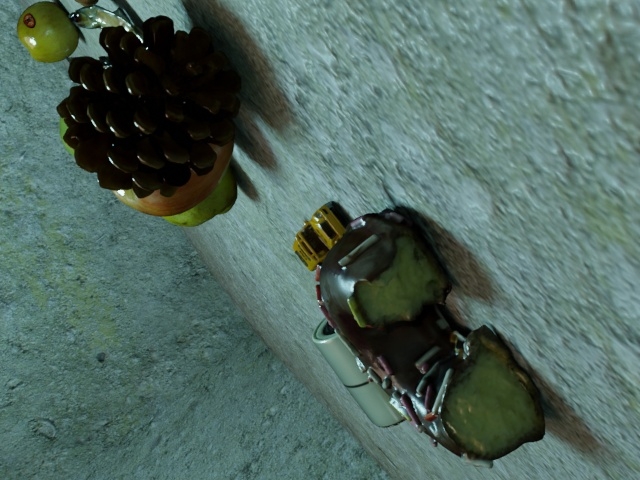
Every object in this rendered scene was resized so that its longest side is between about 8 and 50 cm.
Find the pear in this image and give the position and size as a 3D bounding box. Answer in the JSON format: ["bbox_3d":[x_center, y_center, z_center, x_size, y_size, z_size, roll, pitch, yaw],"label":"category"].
[{"bbox_3d":[-0.271,-0.121,1.596,0.200,0.200,0.200,49,168,14],"label":"pear"}]

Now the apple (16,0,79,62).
[{"bbox_3d":[-0.784,-0.595,2.192,0.182,0.155,0.182,47,169,13],"label":"apple"}]

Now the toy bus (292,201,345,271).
[{"bbox_3d":[0.000,0.000,1.172,0.069,0.074,0.162,53,169,5],"label":"toy bus"}]

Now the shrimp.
[{"bbox_3d":[-0.429,-0.381,1.546,0.365,0.071,0.233,20,147,39],"label":"shrimp"}]

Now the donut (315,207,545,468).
[{"bbox_3d":[0.111,0.120,0.973,0.345,0.136,0.259,56,165,-12],"label":"donut"}]

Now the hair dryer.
[{"bbox_3d":[0.065,0.189,1.429,0.203,0.128,0.362,55,176,-14],"label":"hair dryer"}]

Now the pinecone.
[{"bbox_3d":[-0.226,-0.196,1.087,0.264,0.264,0.264,49,168,14],"label":"pinecone"}]

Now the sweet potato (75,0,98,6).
[{"bbox_3d":[-0.472,-0.506,1.526,0.255,0.058,0.078,31,140,66],"label":"sweet potato"}]

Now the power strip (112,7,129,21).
[{"bbox_3d":[-0.391,-0.403,1.574,0.047,0.030,0.191,46,166,24],"label":"power strip"}]

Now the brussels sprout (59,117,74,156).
[{"bbox_3d":[-0.593,-0.312,2.159,0.273,0.243,0.316,29,175,-7],"label":"brussels sprout"}]

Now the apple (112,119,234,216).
[{"bbox_3d":[-0.266,-0.172,1.322,0.242,0.241,0.242,33,153,20],"label":"apple"}]
